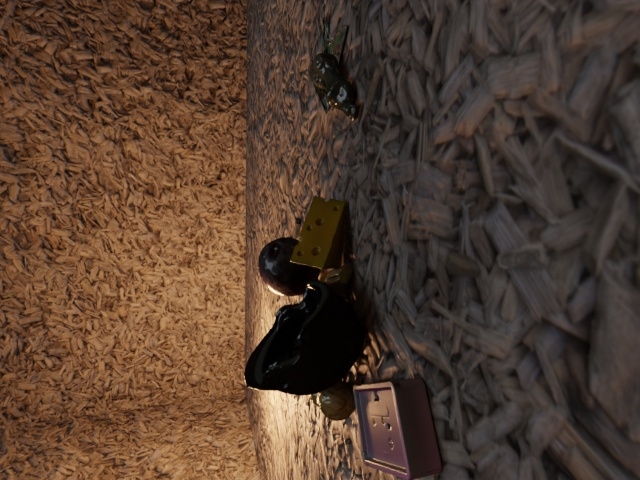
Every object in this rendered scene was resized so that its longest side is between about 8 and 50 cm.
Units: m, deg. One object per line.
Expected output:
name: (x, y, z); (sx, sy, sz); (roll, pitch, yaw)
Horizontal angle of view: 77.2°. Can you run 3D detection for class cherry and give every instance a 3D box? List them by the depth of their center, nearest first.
cherry: (-0.101, 0.075, 1.215); (0.195, 0.195, 0.194); (179, 90, -73)

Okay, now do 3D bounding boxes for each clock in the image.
clock: (0.128, 0.328, 0.722); (0.197, 0.063, 0.149); (126, 140, -63)

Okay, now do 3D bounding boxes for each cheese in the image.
cheese: (0.006, -0.021, 0.997); (0.126, 0.093, 0.170); (9, -87, -67)

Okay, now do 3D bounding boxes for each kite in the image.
kite: (0.017, -0.483, 1.104); (0.323, 0.013, 0.267); (-175, 82, -71)

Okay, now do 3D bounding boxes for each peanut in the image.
peanut: (0.027, 0.379, 0.988); (0.229, 0.104, 0.098); (150, 119, -73)

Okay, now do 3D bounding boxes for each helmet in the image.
helmet: (-0.024, 0.245, 0.921); (0.305, 0.177, 0.224); (-49, 17, 26)

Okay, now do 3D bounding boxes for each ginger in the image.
ginger: (0.026, 0.140, 1.018); (0.205, 0.081, 0.115); (132, 138, -61)

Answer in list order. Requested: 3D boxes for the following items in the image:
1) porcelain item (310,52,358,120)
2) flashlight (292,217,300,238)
porcelain item: (0.041, -0.355, 0.956); (0.081, 0.069, 0.215); (112, 144, -47)
flashlight: (-0.087, -0.045, 1.468); (0.018, 0.018, 0.083); (-109, 24, -48)
